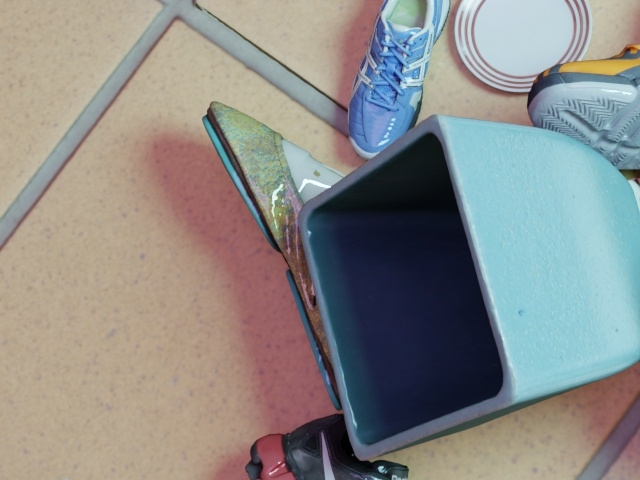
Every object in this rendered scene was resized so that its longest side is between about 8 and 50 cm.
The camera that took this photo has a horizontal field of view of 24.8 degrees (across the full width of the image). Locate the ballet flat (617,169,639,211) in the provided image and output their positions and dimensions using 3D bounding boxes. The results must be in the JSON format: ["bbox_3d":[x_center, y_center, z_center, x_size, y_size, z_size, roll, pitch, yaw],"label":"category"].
[{"bbox_3d":[0.286,-0.066,1.424,0.077,0.077,0.231,-6,77,13],"label":"ballet flat"}]

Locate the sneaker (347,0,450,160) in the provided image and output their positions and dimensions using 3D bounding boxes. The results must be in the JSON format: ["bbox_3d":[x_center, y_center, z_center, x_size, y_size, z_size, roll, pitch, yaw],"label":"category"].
[{"bbox_3d":[0.072,-0.185,1.497,0.080,0.081,0.211,13,83,13],"label":"sneaker"}]

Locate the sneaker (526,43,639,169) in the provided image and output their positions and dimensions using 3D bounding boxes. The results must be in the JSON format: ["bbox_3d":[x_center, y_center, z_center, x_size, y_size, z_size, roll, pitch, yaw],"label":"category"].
[{"bbox_3d":[0.324,-0.168,1.377,0.321,0.124,0.180,4,65,-27],"label":"sneaker"}]

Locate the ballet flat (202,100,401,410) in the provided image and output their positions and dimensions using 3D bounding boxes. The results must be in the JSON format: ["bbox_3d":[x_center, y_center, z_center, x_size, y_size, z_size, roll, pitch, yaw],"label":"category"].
[{"bbox_3d":[0.000,0.000,1.458,0.123,0.123,0.349,-27,79,6],"label":"ballet flat"}]

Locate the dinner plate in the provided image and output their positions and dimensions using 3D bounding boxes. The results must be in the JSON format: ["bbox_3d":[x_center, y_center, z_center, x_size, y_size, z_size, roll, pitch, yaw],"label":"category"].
[{"bbox_3d":[0.209,-0.219,1.506,0.141,0.017,0.141,-2,79,12],"label":"dinner plate"}]

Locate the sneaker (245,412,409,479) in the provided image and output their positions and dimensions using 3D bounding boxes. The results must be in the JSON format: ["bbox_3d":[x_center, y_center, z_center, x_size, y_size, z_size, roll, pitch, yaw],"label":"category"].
[{"bbox_3d":[0.045,0.285,1.393,0.135,0.097,0.276,-33,72,7],"label":"sneaker"}]

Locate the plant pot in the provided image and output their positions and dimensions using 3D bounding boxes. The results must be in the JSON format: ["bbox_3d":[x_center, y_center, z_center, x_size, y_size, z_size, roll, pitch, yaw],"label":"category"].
[{"bbox_3d":[0.167,0.041,1.327,0.252,0.247,0.248,-4,73,-34],"label":"plant pot"}]

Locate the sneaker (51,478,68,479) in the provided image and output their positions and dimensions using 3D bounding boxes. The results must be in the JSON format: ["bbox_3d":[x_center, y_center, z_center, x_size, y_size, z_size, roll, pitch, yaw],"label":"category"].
[{"bbox_3d":[-0.301,0.264,1.506,0.118,0.042,0.067,24,88,9],"label":"sneaker"}]
